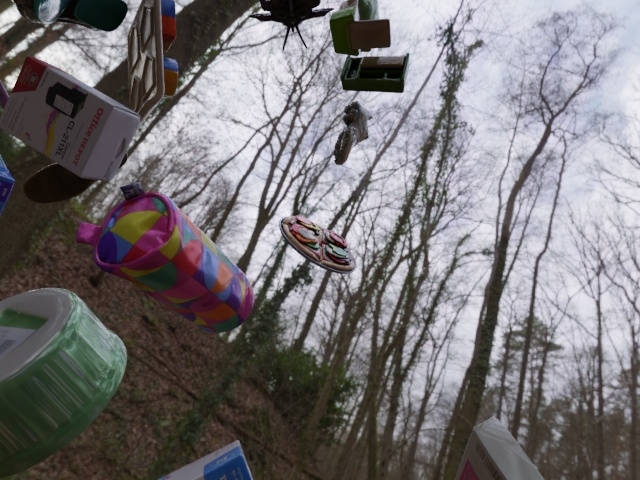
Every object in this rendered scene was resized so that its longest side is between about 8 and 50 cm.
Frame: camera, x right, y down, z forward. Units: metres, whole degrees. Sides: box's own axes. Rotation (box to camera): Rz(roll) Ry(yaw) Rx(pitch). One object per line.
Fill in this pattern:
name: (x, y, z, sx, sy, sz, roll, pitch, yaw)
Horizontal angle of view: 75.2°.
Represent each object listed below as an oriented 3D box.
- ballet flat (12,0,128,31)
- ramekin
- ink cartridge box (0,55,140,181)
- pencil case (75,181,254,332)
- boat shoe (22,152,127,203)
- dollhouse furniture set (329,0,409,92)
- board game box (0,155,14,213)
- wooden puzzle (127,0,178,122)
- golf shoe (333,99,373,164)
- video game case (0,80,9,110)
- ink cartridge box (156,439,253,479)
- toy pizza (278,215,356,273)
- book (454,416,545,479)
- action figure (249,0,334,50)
ballet flat: (-0.556, -0.541, 0.859, 0.182, 0.483, 0.164, 37, -78, -20)
ramekin: (-0.513, 0.219, 0.709, 0.303, 0.303, 0.148, 4, -52, 26)
ink cartridge box: (-0.405, -0.194, 0.676, 0.175, 0.127, 0.072, 30, 7, 8)
pencil case: (-0.164, 0.036, 0.500, 0.104, 0.104, 0.236, 8, -27, 21)
boat shoe: (-0.744, -0.207, 1.275, 0.098, 0.302, 0.109, 11, -47, 55)
dollhouse furniture set: (0.139, -0.526, 0.977, 0.151, 0.302, 0.198, 6, -30, 17)
board game box: (-0.351, -0.008, 0.389, 0.047, 0.160, 0.210, 24, -1, -42)
wooden puzzle: (-0.448, -0.472, 1.103, 0.080, 0.348, 0.322, 4, -6, -35)
golf shoe: (0.092, -0.272, 1.087, 0.086, 0.176, 0.069, 21, -6, -26)
video game case: (-0.690, -0.406, 0.811, 0.196, 0.026, 0.274, 54, -28, 13)
ink cartridge box: (-0.189, 0.330, 0.482, 0.231, 0.078, 0.134, -20, -13, -19)
toy pizza: (0.000, 0.000, 0.922, 0.201, 0.201, 0.032, 29, -69, -13)
book: (0.136, 0.202, 0.299, 0.035, 0.096, 0.144, -22, -43, -11)
action figure: (-0.058, -0.506, 0.756, 0.164, 0.141, 0.276, -1, -42, 2)
